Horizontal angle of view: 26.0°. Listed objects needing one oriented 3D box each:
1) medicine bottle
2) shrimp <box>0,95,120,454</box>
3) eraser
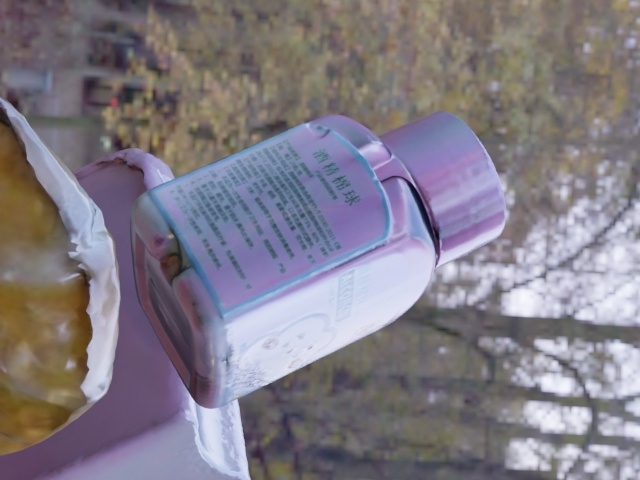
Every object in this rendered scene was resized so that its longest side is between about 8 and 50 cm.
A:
[{"bbox_3d":[0.000,0.000,0.741,0.094,0.188,0.119,57,-19,23],"label":"medicine bottle"},{"bbox_3d":[-0.290,-0.033,0.551,0.272,0.445,0.085,93,15,-44],"label":"shrimp"},{"bbox_3d":[-0.215,0.101,1.166,0.122,0.272,0.359,54,15,-39],"label":"eraser"}]
